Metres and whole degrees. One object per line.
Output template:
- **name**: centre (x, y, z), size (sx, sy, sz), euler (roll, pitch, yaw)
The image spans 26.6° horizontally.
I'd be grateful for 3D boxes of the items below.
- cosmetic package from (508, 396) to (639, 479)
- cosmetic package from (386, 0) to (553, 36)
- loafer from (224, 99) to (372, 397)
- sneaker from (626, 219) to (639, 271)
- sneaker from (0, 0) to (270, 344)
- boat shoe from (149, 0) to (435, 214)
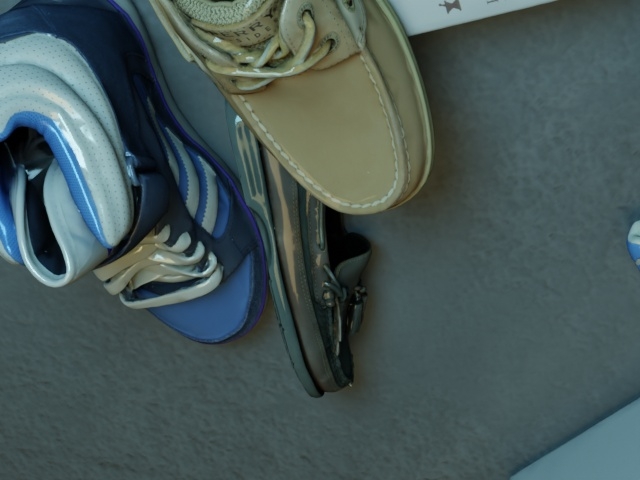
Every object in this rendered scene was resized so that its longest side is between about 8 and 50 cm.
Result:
- **cosmetic package**: centre (0.384, 0.189, 1.015), size (0.453, 0.161, 0.230), euler (-37, 113, 26)
- **cosmetic package**: centre (0.061, -0.196, 0.847), size (0.231, 0.085, 0.117), euler (-13, 121, 14)
- **loafer**: centre (0.000, 0.000, 0.983), size (0.084, 0.096, 0.267), euler (-11, 120, 7)
- **sneaker**: centre (0.307, -0.022, 0.933), size (0.081, 0.080, 0.211), euler (40, 118, -22)
- **sneaker**: centre (-0.142, -0.004, 0.908), size (0.130, 0.236, 0.323), euler (-14, 120, 16)
- **boat shoe**: centre (-0.043, -0.138, 0.785), size (0.121, 0.110, 0.341), euler (-24, 116, 22)
